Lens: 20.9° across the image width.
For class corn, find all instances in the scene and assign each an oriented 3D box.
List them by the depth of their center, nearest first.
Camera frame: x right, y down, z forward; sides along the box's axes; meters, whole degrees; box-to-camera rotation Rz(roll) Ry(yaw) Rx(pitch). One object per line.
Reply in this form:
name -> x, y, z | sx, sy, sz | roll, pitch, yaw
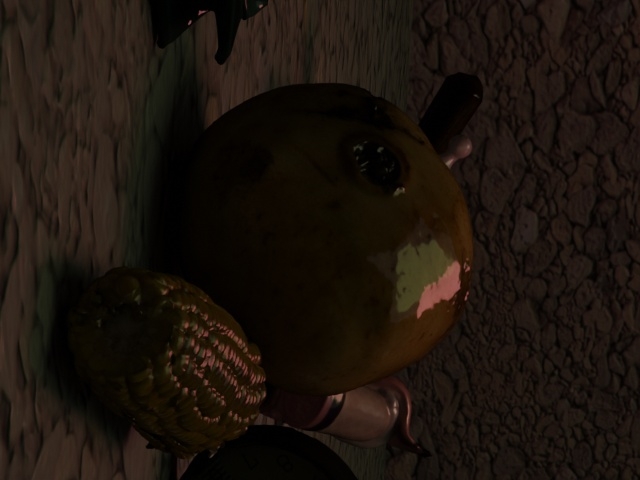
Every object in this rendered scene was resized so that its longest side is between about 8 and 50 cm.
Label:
corn -> -0.103, 0.086, 1.229 | 0.318, 0.115, 0.115 | 70, 27, -75

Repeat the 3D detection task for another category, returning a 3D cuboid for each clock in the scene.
clock -> -0.047, 0.254, 1.520 | 0.040, 0.184, 0.184 | -32, 128, -72

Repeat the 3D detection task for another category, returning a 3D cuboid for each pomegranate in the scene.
pomegranate -> 0.000, 0.000, 1.413 | 0.260, 0.260, 0.260 | 7, 90, -83

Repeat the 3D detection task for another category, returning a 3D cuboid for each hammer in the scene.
hammer -> 0.082, -0.049, 2.093 | 0.409, 0.095, 0.242 | -61, -174, 35

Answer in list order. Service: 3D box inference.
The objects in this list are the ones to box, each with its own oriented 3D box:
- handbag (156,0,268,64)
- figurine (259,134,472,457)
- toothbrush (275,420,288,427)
handbag -> -0.057, -0.319, 1.305 | 0.238, 0.089, 0.326 | 91, 10, -48
figurine -> 0.037, 0.047, 1.901 | 0.253, 0.211, 0.361 | 0, -97, 65
toothbrush -> -0.054, 0.298, 2.106 | 0.042, 0.040, 0.418 | 76, 25, -61
